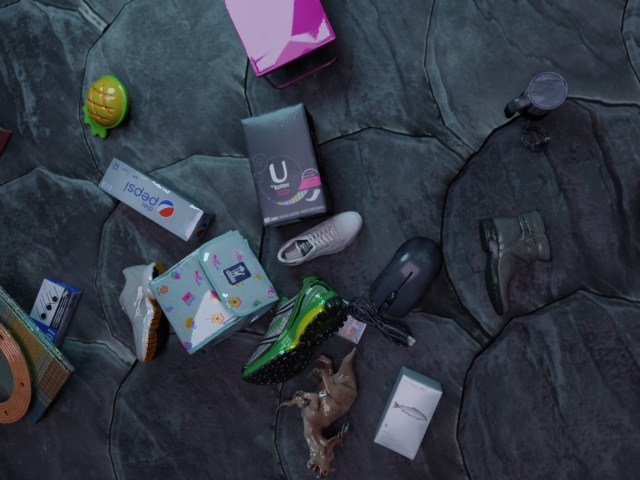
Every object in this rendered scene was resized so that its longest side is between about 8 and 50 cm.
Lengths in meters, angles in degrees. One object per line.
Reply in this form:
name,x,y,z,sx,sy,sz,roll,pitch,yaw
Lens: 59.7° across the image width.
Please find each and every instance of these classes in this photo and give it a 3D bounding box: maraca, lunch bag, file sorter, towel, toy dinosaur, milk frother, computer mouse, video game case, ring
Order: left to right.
ring,-0.902,0.339,1.515,0.336,0.032,0.337,7,109,22
towel,-0.835,0.291,1.510,0.370,0.040,0.271,45,118,6
maraca,-0.577,-0.356,1.489,0.185,0.099,0.127,-38,82,33
lunch bag,-0.258,0.128,1.405,0.262,0.160,0.223,-34,77,3
file sorter,-0.103,-0.552,1.370,0.202,0.182,0.291,-24,87,7
toy dinosaur,0.029,0.410,1.386,0.200,0.127,0.296,38,83,0
video game case,0.058,0.200,1.431,0.122,0.011,0.087,25,93,8
computer mouse,0.207,0.115,1.372,0.188,0.072,0.272,33,92,6
milk frother,0.515,-0.295,1.299,0.129,0.135,0.143,-39,85,8

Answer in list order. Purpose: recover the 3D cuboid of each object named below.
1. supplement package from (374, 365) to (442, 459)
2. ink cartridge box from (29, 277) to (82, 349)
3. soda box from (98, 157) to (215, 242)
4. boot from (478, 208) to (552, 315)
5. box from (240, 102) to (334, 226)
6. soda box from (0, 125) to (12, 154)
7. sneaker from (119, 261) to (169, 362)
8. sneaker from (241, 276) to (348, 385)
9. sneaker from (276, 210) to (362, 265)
supplement package,0.213,0.416,1.360,0.105,0.105,0.179,23,93,9
ink cartridge box,-0.745,0.217,1.536,0.097,0.046,0.207,23,94,9
soda box,-0.426,-0.104,1.461,0.286,0.098,0.091,31,93,7
boot,0.479,0.052,1.336,0.161,0.083,0.247,-7,90,3
box,-0.079,-0.179,1.386,0.165,0.143,0.271,-14,87,8
soda box,-0.977,-0.214,1.553,0.092,0.083,0.263,31,95,8
sneaker,-0.476,0.190,1.480,0.121,0.099,0.263,-1,82,16
sneaker,-0.078,0.238,1.413,0.343,0.134,0.146,-46,47,13
sneaker,0.000,0.000,1.399,0.235,0.095,0.090,-30,84,6
